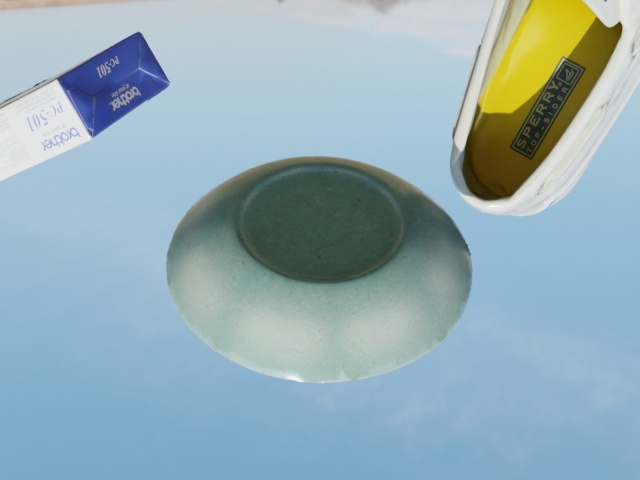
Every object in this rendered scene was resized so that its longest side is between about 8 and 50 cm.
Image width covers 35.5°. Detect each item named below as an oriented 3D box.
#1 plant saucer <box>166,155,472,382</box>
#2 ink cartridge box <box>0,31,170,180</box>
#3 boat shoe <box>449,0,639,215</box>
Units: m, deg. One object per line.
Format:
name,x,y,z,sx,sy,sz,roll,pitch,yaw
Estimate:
plant saucer,0.000,0.000,0.622,0.195,0.037,0.195,1,-136,-1
ink cartridge box,-0.213,-0.077,0.705,0.207,0.046,0.097,-17,-160,34
boat shoe,0.176,-0.181,0.655,0.135,0.367,0.156,31,-163,15
